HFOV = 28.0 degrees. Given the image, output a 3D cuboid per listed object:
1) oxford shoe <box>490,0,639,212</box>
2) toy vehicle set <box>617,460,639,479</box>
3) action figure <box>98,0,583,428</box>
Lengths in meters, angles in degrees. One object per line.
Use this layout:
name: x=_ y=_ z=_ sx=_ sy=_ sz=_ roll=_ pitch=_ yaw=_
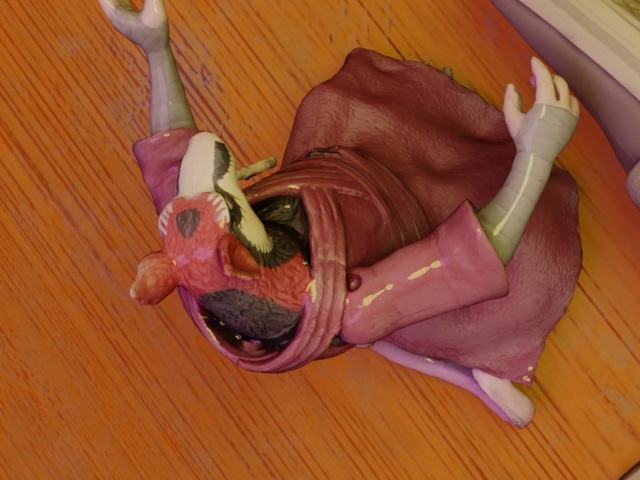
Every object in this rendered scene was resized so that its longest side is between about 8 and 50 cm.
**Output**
oxford shoe: x=0.241 y=-0.010 z=0.708 sx=0.449 sy=0.169 sz=0.130 roll=44 pitch=120 yaw=8
toy vehicle set: x=0.326 y=0.207 z=0.788 sx=0.267 sy=0.035 sz=0.166 roll=48 pitch=122 yaw=11
action figure: x=0.000 y=0.000 z=0.727 sx=0.248 sy=0.370 sz=0.275 roll=22 pitch=112 yaw=23
